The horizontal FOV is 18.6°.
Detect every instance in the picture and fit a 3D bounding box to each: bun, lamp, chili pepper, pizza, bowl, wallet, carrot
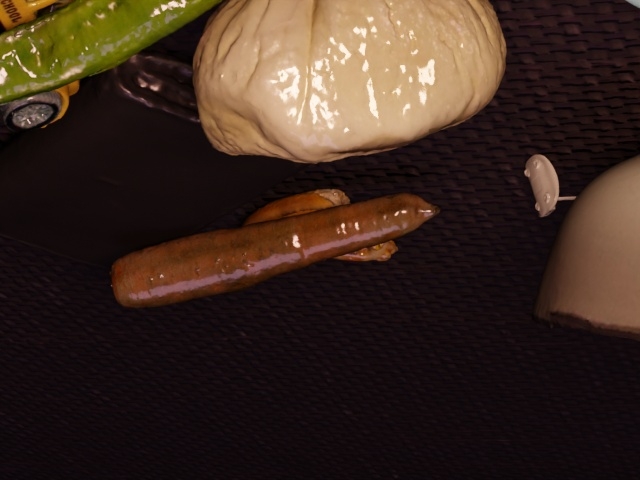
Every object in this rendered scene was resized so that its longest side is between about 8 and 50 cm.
[{"bbox_3d":[0.020,-0.147,1.452,0.244,0.153,0.244,-8,-163,3],"label":"bun"},{"bbox_3d":[0.295,-0.055,1.856,0.198,0.056,0.050,-2,159,-13],"label":"lamp"},{"bbox_3d":[-0.160,-0.159,1.393,0.359,0.076,0.085,-27,-161,-5],"label":"chili pepper"},{"bbox_3d":[0.000,0.000,2.035,0.176,0.036,0.185,23,153,-38],"label":"pizza"},{"bbox_3d":[0.366,-0.002,1.687,0.354,0.185,0.354,5,180,0],"label":"bowl"},{"bbox_3d":[-0.185,-0.067,1.874,0.228,0.062,0.406,16,157,-28],"label":"wallet"},{"bbox_3d":[-0.044,0.007,1.925,0.342,0.070,0.070,-14,155,13],"label":"carrot"}]

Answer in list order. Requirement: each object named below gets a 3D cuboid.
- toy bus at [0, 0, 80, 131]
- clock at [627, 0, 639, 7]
[{"bbox_3d":[-0.236,-0.207,1.443,0.123,0.121,0.335,-20,156,2],"label":"toy bus"},{"bbox_3d":[0.251,-0.251,1.279,0.224,0.094,0.274,-15,149,40],"label":"clock"}]
